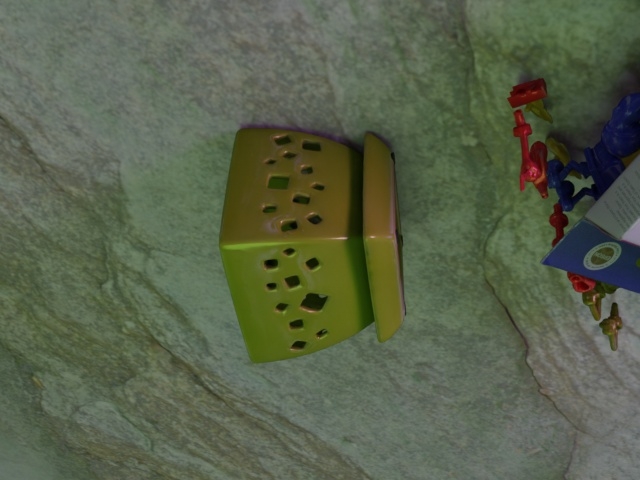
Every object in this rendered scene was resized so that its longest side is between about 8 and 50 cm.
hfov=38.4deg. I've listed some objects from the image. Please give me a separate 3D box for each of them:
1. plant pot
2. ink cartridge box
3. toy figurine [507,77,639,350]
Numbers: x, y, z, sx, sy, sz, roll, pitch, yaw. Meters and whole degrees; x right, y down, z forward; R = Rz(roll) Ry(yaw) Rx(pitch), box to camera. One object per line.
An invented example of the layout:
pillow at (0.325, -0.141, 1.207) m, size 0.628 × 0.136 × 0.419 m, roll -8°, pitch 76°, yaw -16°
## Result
plant pot at (0.000, 0.000, 1.175) m, size 0.207 × 0.227 × 0.228 m, roll -4°, pitch 134°, yaw 7°
ink cartridge box at (0.453, -0.033, 0.956) m, size 0.324 × 0.071 × 0.330 m, roll 15°, pitch 126°, yaw -30°
toy figurine at (0.382, -0.050, 1.053) m, size 0.217 × 0.191 × 0.363 m, roll -18°, pitch 131°, yaw 26°
